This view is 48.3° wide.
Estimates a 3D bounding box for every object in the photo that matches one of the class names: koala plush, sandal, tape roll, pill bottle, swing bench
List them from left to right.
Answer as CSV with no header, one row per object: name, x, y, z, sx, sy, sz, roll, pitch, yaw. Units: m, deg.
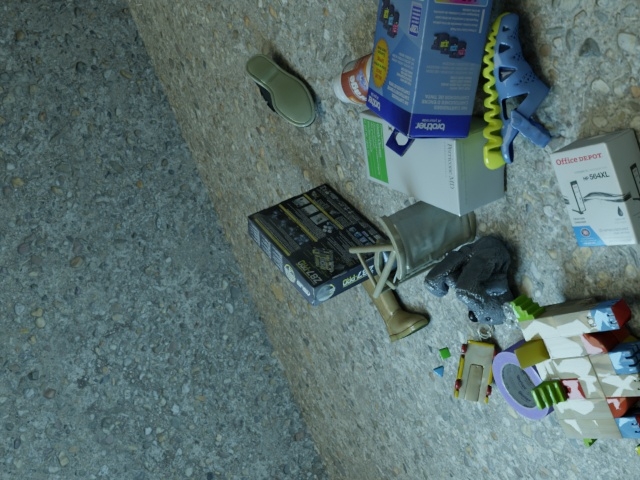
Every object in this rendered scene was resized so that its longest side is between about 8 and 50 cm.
pill bottle,0.124,-0.424,1.888,0.216,0.121,0.121,2,114,63
swing bench,0.248,0.003,1.861,0.165,0.253,0.255,61,155,9
koala plush,0.414,0.126,1.781,0.221,0.203,0.196,53,164,-24
sandal,0.406,-0.307,1.475,0.138,0.126,0.318,1,109,22
tape roll,0.532,0.352,1.813,0.189,0.080,0.189,45,148,39

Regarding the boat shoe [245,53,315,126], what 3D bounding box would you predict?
boat shoe,-0.119,-0.473,2.340,0.340,0.127,0.113,44,177,26

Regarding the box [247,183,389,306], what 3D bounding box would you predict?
box,0.000,0.000,2.269,0.395,0.318,0.097,44,147,37

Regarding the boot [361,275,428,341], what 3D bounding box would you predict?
boot,0.216,0.182,2.277,0.270,0.089,0.236,64,155,8

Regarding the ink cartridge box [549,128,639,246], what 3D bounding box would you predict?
ink cartridge box,0.549,-0.098,1.381,0.148,0.085,0.203,-7,106,64

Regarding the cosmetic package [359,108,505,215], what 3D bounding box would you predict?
cosmetic package,0.268,-0.215,1.750,0.365,0.155,0.197,30,135,54

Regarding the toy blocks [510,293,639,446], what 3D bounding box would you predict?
toy blocks,0.604,0.271,1.529,0.261,0.190,0.382,-21,92,54

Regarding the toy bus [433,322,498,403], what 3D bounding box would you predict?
toy bus,0.428,0.348,1.977,0.191,0.202,0.104,56,-175,5

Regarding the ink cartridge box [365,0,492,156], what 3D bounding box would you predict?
ink cartridge box,0.219,-0.381,1.525,0.270,0.151,0.396,-125,36,-61

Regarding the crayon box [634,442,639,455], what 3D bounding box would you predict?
crayon box,0.795,0.455,1.388,0.202,0.081,0.318,60,155,11
